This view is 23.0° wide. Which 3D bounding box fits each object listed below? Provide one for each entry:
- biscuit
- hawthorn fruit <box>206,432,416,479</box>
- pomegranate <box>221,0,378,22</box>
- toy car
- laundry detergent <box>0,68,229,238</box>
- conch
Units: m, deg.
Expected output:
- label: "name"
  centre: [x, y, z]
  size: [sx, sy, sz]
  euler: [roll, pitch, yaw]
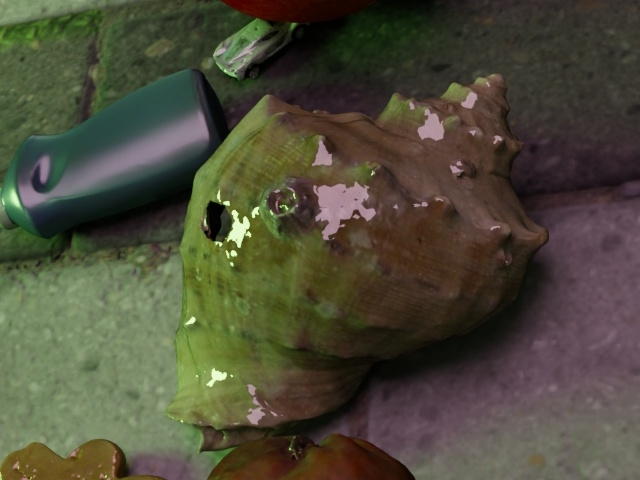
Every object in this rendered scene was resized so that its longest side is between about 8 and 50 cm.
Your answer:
- label: "biscuit"
  centre: [-0.160, 0.203, 1.100]
  size: [0.184, 0.027, 0.133]
  euler: [1, 59, 19]
- label: "hawthorn fruit"
  centre: [-0.013, 0.205, 0.993]
  size: [0.149, 0.149, 0.189]
  euler: [27, 107, 32]
- label: "pomegranate"
  centre: [0.005, -0.278, 1.230]
  size: [0.256, 0.221, 0.221]
  euler: [1, 50, -25]
- label: "toy car"
  centre: [-0.046, -0.169, 1.291]
  size: [0.093, 0.025, 0.041]
  euler: [-43, 55, -9]
- label: "laundry detergent"
  centre: [-0.174, -0.059, 1.250]
  size: [0.206, 0.061, 0.097]
  euler: [-23, 61, 7]
- label: "conch"
  centre: [-0.003, -0.009, 1.093]
  size: [0.324, 0.186, 0.263]
  euler: [-37, 36, -5]
